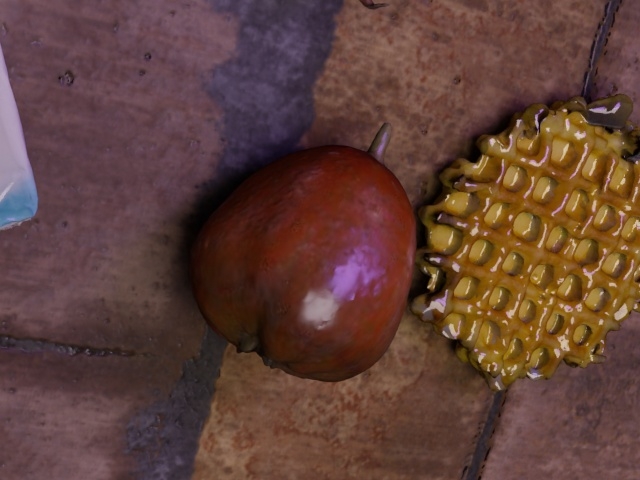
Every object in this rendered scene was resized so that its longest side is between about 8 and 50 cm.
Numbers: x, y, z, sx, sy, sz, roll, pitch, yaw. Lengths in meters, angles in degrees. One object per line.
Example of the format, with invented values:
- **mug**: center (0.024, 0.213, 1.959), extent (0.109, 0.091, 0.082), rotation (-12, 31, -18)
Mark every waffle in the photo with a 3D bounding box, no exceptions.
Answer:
- **waffle**: center (0.234, -0.001, 1.570), extent (0.329, 0.062, 0.329), rotation (-9, 110, -25)

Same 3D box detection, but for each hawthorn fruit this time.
- **hawthorn fruit**: center (0.000, 0.000, 1.385), extent (0.199, 0.199, 0.251), rotation (39, 73, -32)

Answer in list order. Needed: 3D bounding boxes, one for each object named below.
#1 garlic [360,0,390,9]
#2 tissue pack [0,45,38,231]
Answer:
- **garlic**: center (0.073, -0.303, 1.353), extent (0.207, 0.128, 0.115), rotation (-56, 166, 5)
- **tissue pack**: center (-0.343, -0.122, 1.193), extent (0.201, 0.124, 0.271), rotation (-21, 116, -23)
